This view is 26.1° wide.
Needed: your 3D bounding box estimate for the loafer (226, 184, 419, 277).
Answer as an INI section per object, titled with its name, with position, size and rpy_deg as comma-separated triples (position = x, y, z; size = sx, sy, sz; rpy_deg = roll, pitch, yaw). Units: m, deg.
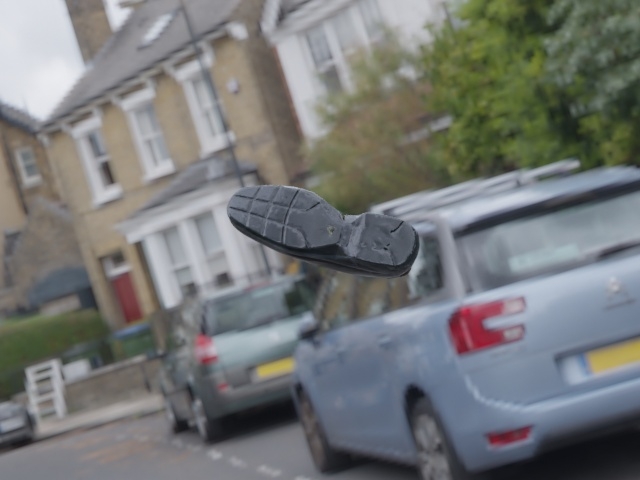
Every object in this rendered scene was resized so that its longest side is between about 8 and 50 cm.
[loafer]
position = 0.000, 0.000, 1.197
size = 0.170, 0.062, 0.061
rpy_deg = 19, -24, 7
